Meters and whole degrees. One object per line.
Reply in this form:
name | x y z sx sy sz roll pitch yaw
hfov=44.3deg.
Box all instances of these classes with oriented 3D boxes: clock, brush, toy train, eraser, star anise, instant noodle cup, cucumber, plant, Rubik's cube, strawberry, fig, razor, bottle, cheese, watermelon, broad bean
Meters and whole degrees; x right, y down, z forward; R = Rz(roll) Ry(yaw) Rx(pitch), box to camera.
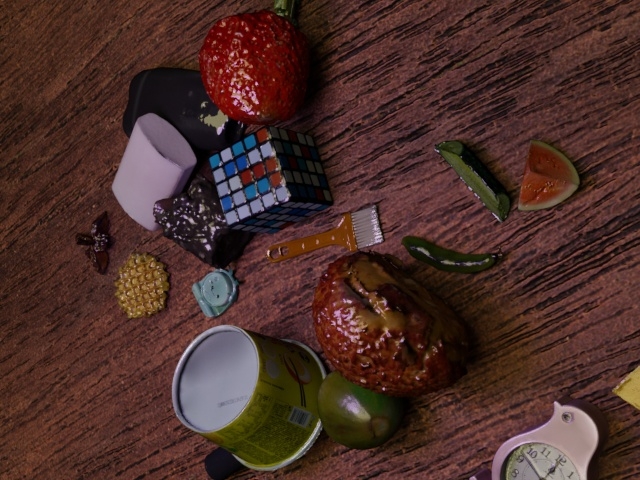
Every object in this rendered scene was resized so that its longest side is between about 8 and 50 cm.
clock | -0.247 0.117 1.923 0.135 0.041 0.101 -41 68 23
brush | 0.000 0.000 1.792 0.314 0.017 0.090 -16 79 31
toy train | -0.082 -0.541 1.832 0.050 0.081 0.122 10 93 26
eraser | -0.417 -0.164 1.950 0.174 0.095 0.270 47 136 10
star anise | -0.633 0.007 2.114 0.140 0.144 0.158 -43 68 32
instant noodle cup | -0.164 0.324 1.706 0.311 0.221 0.311 -16 57 27
clock | 0.463 0.459 1.445 0.290 0.080 0.275 45 110 25
cucumber | 0.310 -0.138 1.581 0.046 0.070 0.220 -36 69 -7
plant | -0.276 -0.053 1.869 0.234 0.204 0.178 41 101 22
Rubik's cube | -0.110 -0.134 1.768 0.187 0.184 0.182 -23 75 27
strawberry | -0.137 -0.365 1.738 0.257 0.257 0.276 -31 55 27
fig | 0.087 0.348 1.618 0.191 0.181 0.181 -154 75 -74
razor | -0.342 -0.329 1.963 0.349 0.113 0.204 8 90 32
bottle | -0.169 0.480 1.837 0.244 0.072 0.082 -39 26 23
cheese | 0.614 0.278 1.351 0.126 0.093 0.171 -47 66 18
watermelon | 0.413 -0.132 1.497 0.125 0.094 0.135 -26 70 36
broad bean | 0.267 0.030 1.612 0.227 0.039 0.069 5 97 31

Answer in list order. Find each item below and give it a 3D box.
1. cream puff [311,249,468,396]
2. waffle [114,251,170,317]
cream puff | 0.120 0.174 1.518 0.350 0.350 0.228 42 101 26
waffle | -0.469 0.119 2.063 0.191 0.038 0.191 -1 87 31
